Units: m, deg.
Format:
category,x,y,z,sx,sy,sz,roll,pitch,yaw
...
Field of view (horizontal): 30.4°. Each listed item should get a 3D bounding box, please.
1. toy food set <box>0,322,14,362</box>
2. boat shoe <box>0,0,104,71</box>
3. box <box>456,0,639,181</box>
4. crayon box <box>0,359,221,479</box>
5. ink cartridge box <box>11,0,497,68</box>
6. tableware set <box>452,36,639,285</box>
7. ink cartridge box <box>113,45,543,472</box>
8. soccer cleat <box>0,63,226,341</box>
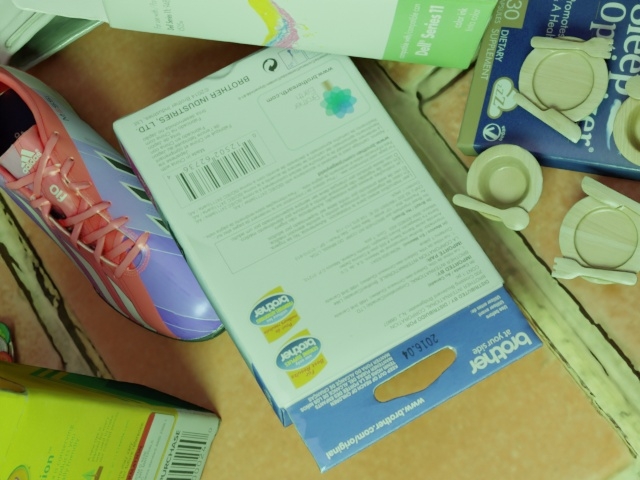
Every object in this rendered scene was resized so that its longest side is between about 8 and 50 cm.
category,x,y,z,sx,sy,sz,roll,pitch,yaw
toy food set,-0.295,0.102,1.000,0.082,0.020,0.083,33,90,23
boat shoe,-0.172,-0.224,0.989,0.267,0.096,0.088,-23,81,11
box,0.223,-0.113,0.851,0.225,0.036,0.137,11,82,21
crayon box,-0.196,0.188,0.783,0.081,0.318,0.202,17,84,22
ink cartridge box,-0.047,-0.260,0.863,0.353,0.119,0.207,6,75,-2
tableware set,0.183,-0.058,0.823,0.141,0.020,0.169,26,95,22
ink cartridge box,0.000,0.000,0.862,0.185,0.065,0.311,-28,66,-12
soccer cleat,-0.191,-0.034,0.940,0.318,0.116,0.109,42,94,23
